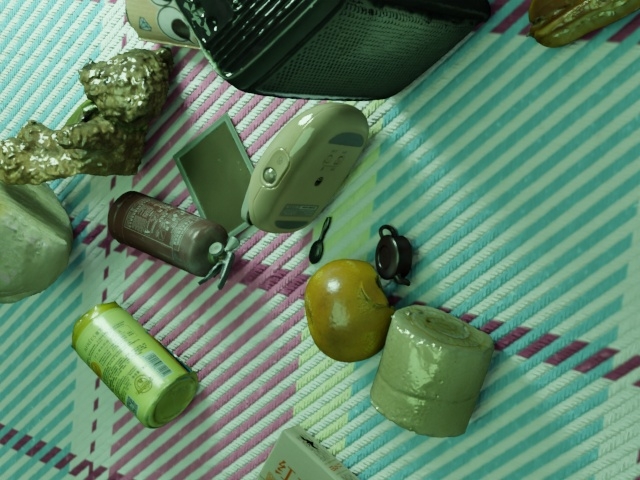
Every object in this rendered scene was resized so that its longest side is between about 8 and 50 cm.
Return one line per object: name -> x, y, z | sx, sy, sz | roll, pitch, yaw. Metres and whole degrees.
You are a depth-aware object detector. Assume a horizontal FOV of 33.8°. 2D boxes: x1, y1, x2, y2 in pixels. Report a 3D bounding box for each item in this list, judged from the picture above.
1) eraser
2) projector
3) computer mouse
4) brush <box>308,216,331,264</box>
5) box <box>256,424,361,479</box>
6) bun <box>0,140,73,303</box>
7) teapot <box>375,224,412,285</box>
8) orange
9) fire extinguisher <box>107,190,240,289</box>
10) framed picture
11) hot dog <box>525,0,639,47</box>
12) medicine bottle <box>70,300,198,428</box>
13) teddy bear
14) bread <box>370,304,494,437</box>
eraser -> -0.189, -0.390, 1.673 | 0.290, 0.087, 0.171 | 14, 130, 33
projector -> -0.019, -0.398, 1.379 | 0.242, 0.405, 0.395 | -37, 74, 31
computer mouse -> -0.025, -0.110, 1.566 | 0.082, 0.145, 0.236 | 50, 121, 27
brush -> 0.000, 0.000, 1.641 | 0.024, 0.008, 0.083 | 34, 112, 31
box -> -0.052, 0.500, 1.693 | 0.204, 0.051, 0.365 | 38, 114, 26
bun -> -0.607, -0.039, 1.845 | 0.219, 0.365, 0.365 | -45, 69, 9
teapot -> 0.111, 0.021, 1.546 | 0.068, 0.045, 0.100 | -47, 49, 51
orange -> 0.046, 0.102, 1.540 | 0.154, 0.134, 0.155 | 172, 90, -72
fire extinguisher -> -0.234, 0.002, 1.736 | 0.269, 0.104, 0.105 | 22, 106, 35
framed picture -> -0.162, -0.097, 1.743 | 0.142, 0.011, 0.183 | -34, 76, 32
hot dog -> 0.357, -0.314, 1.337 | 0.235, 0.062, 0.092 | -23, 65, 39
medicine bottle -> -0.328, 0.209, 1.821 | 0.239, 0.124, 0.124 | 40, 115, 26
teddy bear -> -0.400, -0.212, 1.770 | 0.296, 0.246, 0.223 | 5, 118, 6
bread -> 0.155, 0.183, 1.476 | 0.148, 0.134, 0.141 | 22, 107, 18
